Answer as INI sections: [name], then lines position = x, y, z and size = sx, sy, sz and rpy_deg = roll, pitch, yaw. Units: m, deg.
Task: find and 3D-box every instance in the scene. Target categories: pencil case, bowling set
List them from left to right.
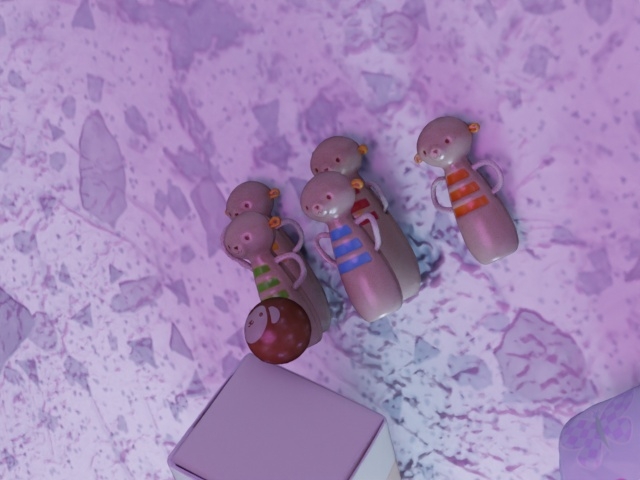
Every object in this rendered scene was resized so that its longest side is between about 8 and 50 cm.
[bowling set]
position = 0.000, 0.000, 1.343
size = 0.287, 0.200, 0.154
rpy_deg = -26, 90, 35
[pencil case]
position = 0.308, 0.145, 1.228
size = 0.273, 0.113, 0.124
rpy_deg = -33, 48, 36

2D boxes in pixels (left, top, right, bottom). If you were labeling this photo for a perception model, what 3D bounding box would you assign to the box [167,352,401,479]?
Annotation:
[box]
position = -0.011, 0.246, 1.399
size = 0.148, 0.121, 0.311
rpy_deg = 24, 152, 24
